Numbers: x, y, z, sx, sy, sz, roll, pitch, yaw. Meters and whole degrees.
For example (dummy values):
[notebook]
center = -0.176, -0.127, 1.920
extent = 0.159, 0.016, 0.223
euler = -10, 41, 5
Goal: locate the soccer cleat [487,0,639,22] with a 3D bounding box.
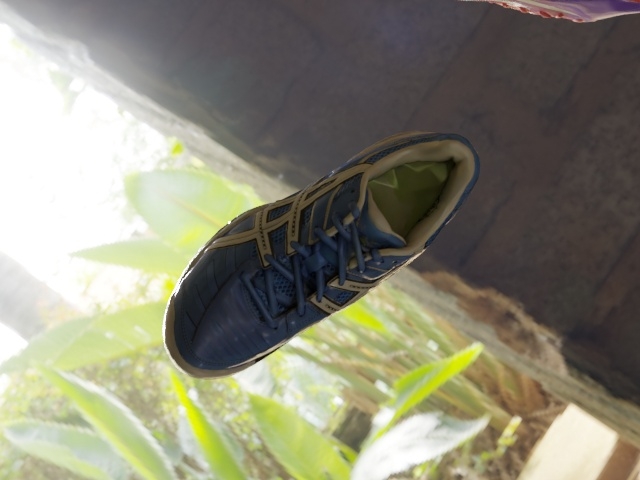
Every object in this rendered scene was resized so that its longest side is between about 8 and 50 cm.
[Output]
[soccer cleat]
center = 0.281, -0.312, 1.227
extent = 0.116, 0.318, 0.108
euler = 56, -133, -46

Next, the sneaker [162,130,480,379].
[sneaker]
center = 0.000, 0.000, 0.561
extent = 0.211, 0.080, 0.081
euler = -39, 4, -11
